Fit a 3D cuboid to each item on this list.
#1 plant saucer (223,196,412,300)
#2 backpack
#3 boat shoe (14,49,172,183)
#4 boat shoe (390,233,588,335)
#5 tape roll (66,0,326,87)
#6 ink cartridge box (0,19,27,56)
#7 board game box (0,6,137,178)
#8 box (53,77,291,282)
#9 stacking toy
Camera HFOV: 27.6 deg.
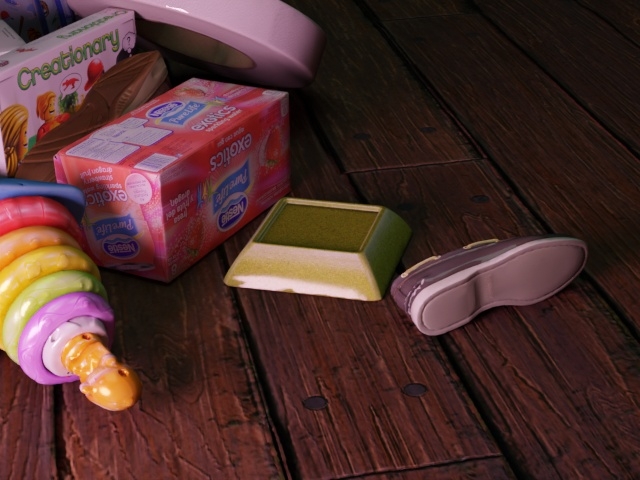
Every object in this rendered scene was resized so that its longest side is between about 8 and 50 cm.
[{"bbox_3d":[0.000,0.000,1.536,0.188,0.045,0.188,5,27,14],"label":"plant saucer"},{"bbox_3d":[-0.469,-0.437,2.196,0.276,0.263,0.213,16,32,30],"label":"backpack"},{"bbox_3d":[-0.275,-0.112,1.687,0.123,0.123,0.342,-9,34,27],"label":"boat shoe"},{"bbox_3d":[0.186,0.033,1.418,0.228,0.081,0.069,-17,34,-23],"label":"boat shoe"},{"bbox_3d":[-0.184,-0.325,1.940,0.392,0.072,0.392,17,-4,1],"label":"tape roll"},{"bbox_3d":[-0.522,-0.189,1.803,0.233,0.171,0.168,-14,29,-22],"label":"ink cartridge box"},{"bbox_3d":[-0.347,-0.179,1.749,0.053,0.193,0.305,11,30,25],"label":"board game box"},{"bbox_3d":[-0.172,-0.083,1.603,0.154,0.142,0.300,12,29,25],"label":"box"},{"bbox_3d":[-0.265,0.077,1.307,0.175,0.166,0.302,0,32,-44],"label":"stacking toy"}]
